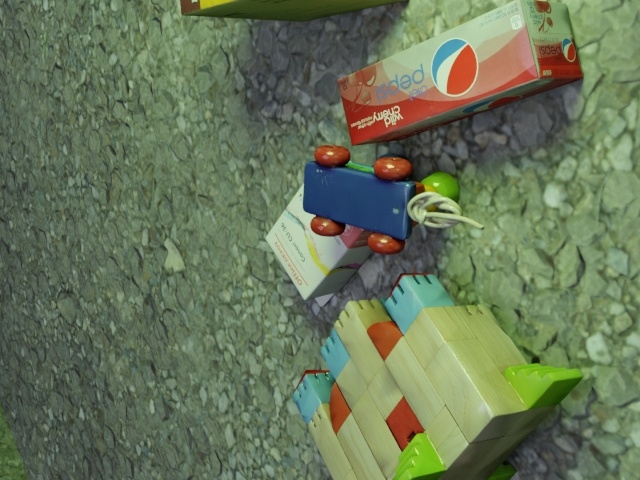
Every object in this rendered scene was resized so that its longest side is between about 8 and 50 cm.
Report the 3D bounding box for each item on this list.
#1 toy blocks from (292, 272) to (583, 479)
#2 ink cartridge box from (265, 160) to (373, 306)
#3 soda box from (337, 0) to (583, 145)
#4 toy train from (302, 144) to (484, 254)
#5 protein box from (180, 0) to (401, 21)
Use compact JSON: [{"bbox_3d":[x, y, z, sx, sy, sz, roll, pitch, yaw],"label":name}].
[{"bbox_3d":[0.099,0.183,0.971,0.260,0.191,0.381,60,136,36],"label":"toy blocks"},{"bbox_3d":[0.000,0.000,1.098,0.115,0.067,0.198,57,134,23],"label":"ink cartridge box"},{"bbox_3d":[0.143,-0.177,0.887,0.263,0.092,0.083,-14,88,48],"label":"soda box"},{"bbox_3d":[0.112,-0.046,0.921,0.248,0.143,0.105,17,111,38],"label":"toy train"},{"bbox_3d":[-0.036,-0.346,0.965,0.200,0.201,0.135,5,102,47],"label":"protein box"}]
